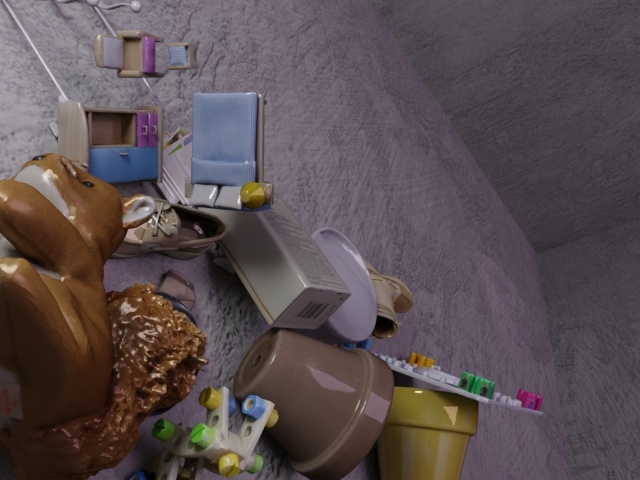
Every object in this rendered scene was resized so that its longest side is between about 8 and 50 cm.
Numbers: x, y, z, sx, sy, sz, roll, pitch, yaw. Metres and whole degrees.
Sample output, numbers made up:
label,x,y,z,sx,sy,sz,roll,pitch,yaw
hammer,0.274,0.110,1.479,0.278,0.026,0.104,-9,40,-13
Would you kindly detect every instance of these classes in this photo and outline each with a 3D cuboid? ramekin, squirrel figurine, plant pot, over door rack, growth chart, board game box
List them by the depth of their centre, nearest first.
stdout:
label,x,y,z,sx,sy,sz,roll,pitch,yaw
squirrel figurine,-0.331,0.085,0.839,0.397,0.280,0.371,58,18,-29
over door rack,-0.406,-0.356,1.130,0.239,0.108,0.324,-26,93,-60
plant pot,-0.029,0.278,1.205,0.229,0.263,0.263,37,38,-16
growth chart,-0.270,-0.151,1.301,0.172,0.021,0.237,62,29,-9
ramekin,0.006,0.114,1.467,0.273,0.127,0.273,37,41,-41
plant pot,0.233,0.475,1.494,0.254,0.253,0.239,28,62,-49
board game box,0.302,0.324,1.573,0.390,0.389,0.050,26,80,-50

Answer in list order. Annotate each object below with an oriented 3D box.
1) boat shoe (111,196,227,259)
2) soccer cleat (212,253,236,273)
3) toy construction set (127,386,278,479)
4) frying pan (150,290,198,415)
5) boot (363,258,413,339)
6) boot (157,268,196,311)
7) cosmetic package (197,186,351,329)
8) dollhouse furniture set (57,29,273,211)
label,x,y,z,sx,sy,sz,roll,pitch,yaw
boat shoe,-0.284,-0.028,1.110,0.302,0.098,0.109,13,59,-56
soccer cleat,-0.183,0.049,1.298,0.083,0.029,0.036,19,50,-59
toy construction set,-0.185,0.364,0.878,0.151,0.215,0.328,53,32,-23
frying pan,-0.277,0.191,0.980,0.326,0.053,0.198,-26,109,-65
boot,0.170,0.176,1.683,0.262,0.095,0.204,36,26,-37
boot,-0.265,0.087,1.127,0.118,0.042,0.087,44,32,-41
cosmetic package,-0.093,0.019,1.265,0.160,0.113,0.309,16,31,-54
dollhouse furniture set,-0.229,-0.190,1.026,0.198,0.303,0.287,-19,115,-63
